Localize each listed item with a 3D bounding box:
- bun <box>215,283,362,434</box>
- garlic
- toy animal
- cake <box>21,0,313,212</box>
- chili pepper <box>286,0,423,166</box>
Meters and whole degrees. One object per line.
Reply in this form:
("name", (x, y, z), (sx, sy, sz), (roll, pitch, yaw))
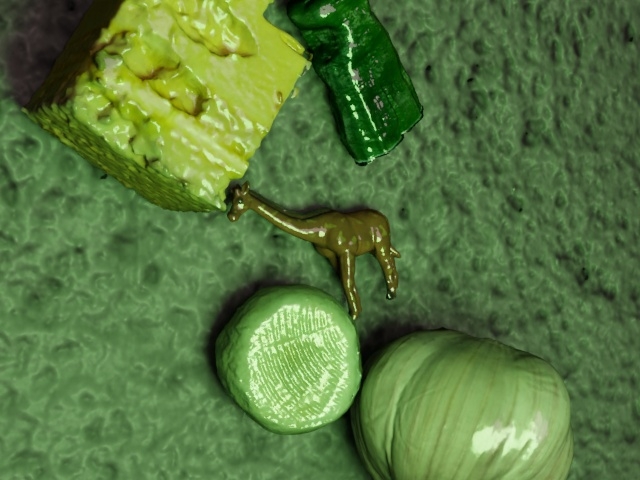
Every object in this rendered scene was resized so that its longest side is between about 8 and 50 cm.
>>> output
("bun", (-0.040, 0.152, 1.339), (0.195, 0.118, 0.195), (0, 90, -21))
("garlic", (0.178, 0.252, 1.362), (0.317, 0.317, 0.259), (27, 83, -28))
("toy animal", (0.000, 0.000, 1.381), (0.224, 0.066, 0.230), (-28, 100, -29))
("cake", (-0.159, -0.204, 1.188), (0.222, 0.227, 0.286), (35, 76, -26))
("chili pepper", (0.039, -0.248, 1.370), (0.136, 0.099, 0.270), (-36, 114, -13))
